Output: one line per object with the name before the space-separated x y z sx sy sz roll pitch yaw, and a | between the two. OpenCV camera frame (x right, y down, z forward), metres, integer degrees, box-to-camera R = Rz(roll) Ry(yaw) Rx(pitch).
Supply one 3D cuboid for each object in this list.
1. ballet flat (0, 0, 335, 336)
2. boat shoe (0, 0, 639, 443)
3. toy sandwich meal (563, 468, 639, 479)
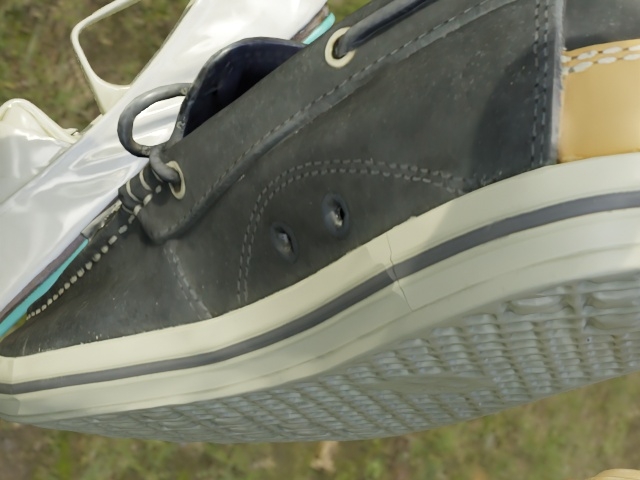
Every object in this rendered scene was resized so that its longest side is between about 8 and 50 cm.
ballet flat | -0.166 -0.089 1.140 0.400 0.139 0.139 -44 147 -7
boat shoe | 0.000 0.000 0.664 0.187 0.500 0.156 8 71 -32
toy sandwich meal | 0.118 0.101 0.499 0.029 0.085 0.085 -66 152 -18
